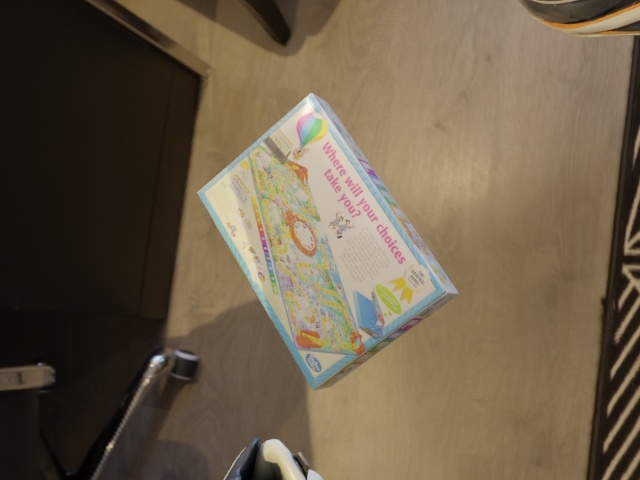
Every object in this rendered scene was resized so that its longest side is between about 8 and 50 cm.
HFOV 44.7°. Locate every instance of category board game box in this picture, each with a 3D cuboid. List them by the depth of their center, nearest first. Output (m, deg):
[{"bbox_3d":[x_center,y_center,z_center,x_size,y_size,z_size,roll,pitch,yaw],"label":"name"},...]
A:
[{"bbox_3d":[0.000,0.000,0.487,0.103,0.026,0.154,-38,70,17],"label":"board game box"}]

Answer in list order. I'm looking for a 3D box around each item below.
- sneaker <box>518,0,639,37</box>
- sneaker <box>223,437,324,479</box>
[{"bbox_3d":[0.273,-0.216,0.474,0.321,0.127,0.126,-11,76,26],"label":"sneaker"},{"bbox_3d":[-0.033,0.238,0.710,0.094,0.235,0.153,45,116,23],"label":"sneaker"}]
